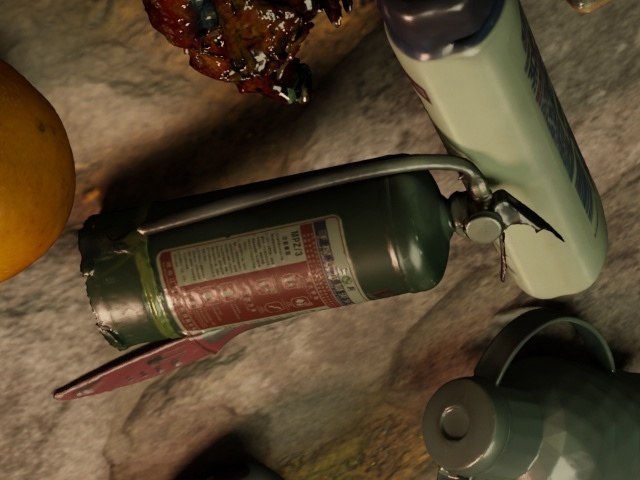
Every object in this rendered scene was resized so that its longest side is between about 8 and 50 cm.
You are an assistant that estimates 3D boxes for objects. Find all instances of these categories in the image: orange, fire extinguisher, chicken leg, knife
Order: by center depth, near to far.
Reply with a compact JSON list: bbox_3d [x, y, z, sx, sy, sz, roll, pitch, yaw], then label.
[{"bbox_3d":[-0.211,-0.041,1.094,0.154,0.134,0.155,-7,160,-3],"label":"orange"},{"bbox_3d":[-0.050,-0.148,1.127,0.105,0.063,0.234,-38,147,3],"label":"chicken leg"},{"bbox_3d":[0.000,0.000,1.248,0.294,0.093,0.118,-11,130,12],"label":"fire extinguisher"},{"bbox_3d":[-0.079,0.070,1.458,0.247,0.018,0.035,-21,151,-9],"label":"knife"}]

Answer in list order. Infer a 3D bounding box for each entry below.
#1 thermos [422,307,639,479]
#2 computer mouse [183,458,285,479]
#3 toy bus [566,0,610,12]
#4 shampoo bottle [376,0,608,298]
[{"bbox_3d":[0.206,0.156,1.707,0.286,0.145,0.182,17,94,-49],"label":"thermos"},{"bbox_3d":[-0.077,0.244,1.629,0.137,0.096,0.233,-23,152,-3],"label":"computer mouse"},{"bbox_3d":[0.136,-0.262,1.022,0.138,0.167,0.275,-28,148,-3],"label":"toy bus"},{"bbox_3d":[0.109,-0.097,1.266,0.078,0.134,0.359,-13,149,14],"label":"shampoo bottle"}]
